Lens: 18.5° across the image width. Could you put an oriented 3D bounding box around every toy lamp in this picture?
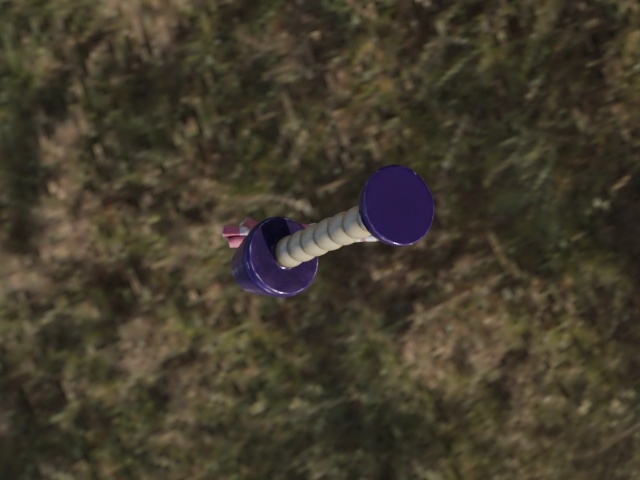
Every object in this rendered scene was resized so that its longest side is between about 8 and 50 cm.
[{"bbox_3d":[0.000,0.000,1.763,0.275,0.080,0.080,-23,90,60],"label":"toy lamp"}]

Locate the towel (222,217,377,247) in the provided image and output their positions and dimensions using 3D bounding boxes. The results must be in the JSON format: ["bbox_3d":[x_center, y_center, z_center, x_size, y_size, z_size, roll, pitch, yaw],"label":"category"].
[{"bbox_3d":[0.006,-0.011,1.976,0.197,0.144,0.029,-3,91,5],"label":"towel"}]
